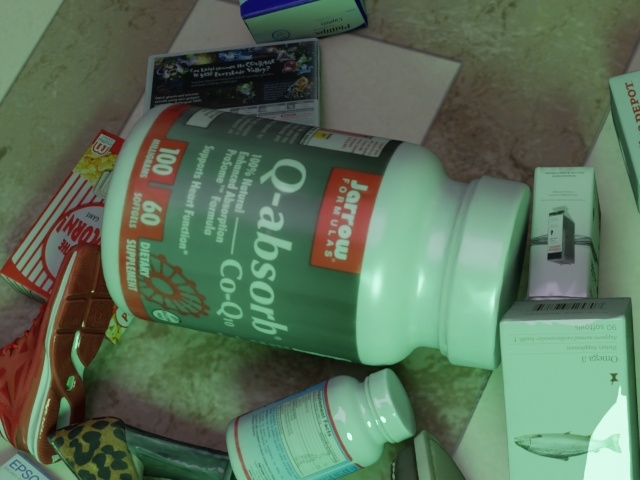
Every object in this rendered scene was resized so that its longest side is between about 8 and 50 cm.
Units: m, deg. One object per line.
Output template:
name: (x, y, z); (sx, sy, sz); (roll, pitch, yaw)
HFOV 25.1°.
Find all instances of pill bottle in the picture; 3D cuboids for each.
pill bottle: (0.000, 0.000, 1.333); (0.363, 0.210, 0.210); (10, 66, 14)
pill bottle: (0.001, 0.175, 1.308); (0.160, 0.087, 0.087); (-23, 58, 14)

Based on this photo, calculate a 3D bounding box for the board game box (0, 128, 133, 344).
board game box: (-0.221, -0.006, 1.509); (0.146, 0.045, 0.193); (24, 72, 26)

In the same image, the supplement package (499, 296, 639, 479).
supplement package: (0.213, 0.144, 1.216); (0.105, 0.105, 0.179); (-3, 96, 15)

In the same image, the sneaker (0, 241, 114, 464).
sneaker: (-0.287, 0.098, 1.420); (0.128, 0.087, 0.221); (16, 92, 28)

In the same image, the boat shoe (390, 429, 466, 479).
boat shoe: (0.101, 0.303, 1.196); (0.096, 0.116, 0.324); (-34, 43, 18)

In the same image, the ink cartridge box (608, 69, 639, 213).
ink cartridge box: (0.373, -0.108, 1.365); (0.175, 0.072, 0.127); (-14, 60, 9)

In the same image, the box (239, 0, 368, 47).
box: (-0.023, -0.292, 1.585); (0.126, 0.072, 0.137); (-13, 61, 11)

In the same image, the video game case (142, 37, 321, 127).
video game case: (-0.094, -0.140, 1.526); (0.190, 0.022, 0.173); (-5, 51, 6)

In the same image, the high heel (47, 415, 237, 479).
high heel: (-0.199, 0.278, 1.301); (0.186, 0.093, 0.261); (12, 47, 11)

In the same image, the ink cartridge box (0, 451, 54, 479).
ink cartridge box: (-0.292, 0.320, 1.339); (0.206, 0.045, 0.208); (32, 50, 28)

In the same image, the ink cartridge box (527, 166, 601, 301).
ink cartridge box: (0.227, 0.013, 1.329); (0.056, 0.099, 0.135); (0, 64, 16)
